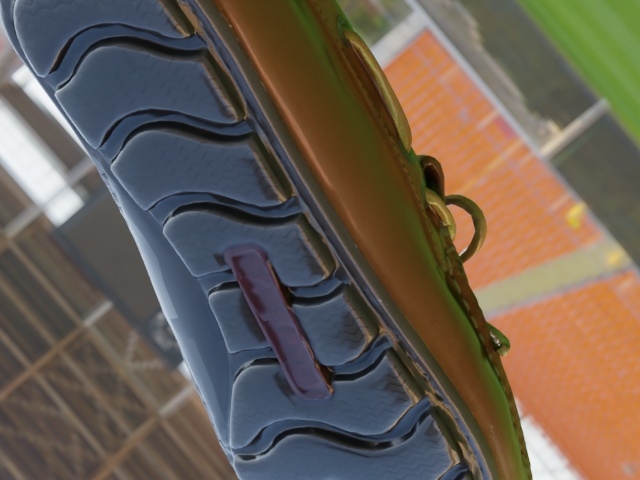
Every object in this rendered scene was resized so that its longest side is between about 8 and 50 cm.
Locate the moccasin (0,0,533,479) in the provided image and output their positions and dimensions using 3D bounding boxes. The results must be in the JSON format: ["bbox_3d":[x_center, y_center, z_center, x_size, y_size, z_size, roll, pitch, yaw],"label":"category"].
[{"bbox_3d":[-0.003,0.001,0.759,0.380,0.139,0.147,58,-143,-24],"label":"moccasin"}]
